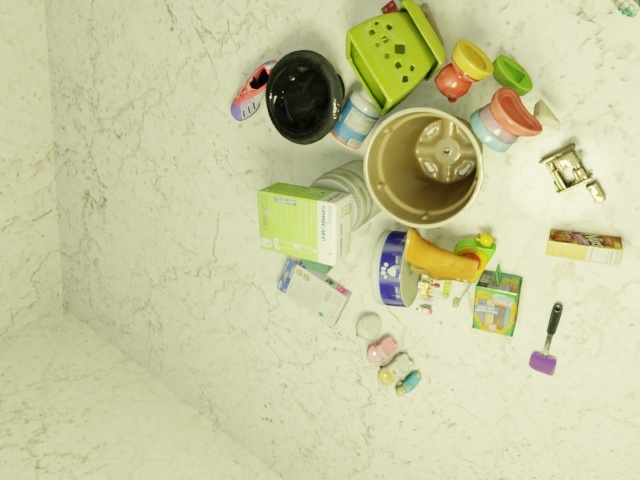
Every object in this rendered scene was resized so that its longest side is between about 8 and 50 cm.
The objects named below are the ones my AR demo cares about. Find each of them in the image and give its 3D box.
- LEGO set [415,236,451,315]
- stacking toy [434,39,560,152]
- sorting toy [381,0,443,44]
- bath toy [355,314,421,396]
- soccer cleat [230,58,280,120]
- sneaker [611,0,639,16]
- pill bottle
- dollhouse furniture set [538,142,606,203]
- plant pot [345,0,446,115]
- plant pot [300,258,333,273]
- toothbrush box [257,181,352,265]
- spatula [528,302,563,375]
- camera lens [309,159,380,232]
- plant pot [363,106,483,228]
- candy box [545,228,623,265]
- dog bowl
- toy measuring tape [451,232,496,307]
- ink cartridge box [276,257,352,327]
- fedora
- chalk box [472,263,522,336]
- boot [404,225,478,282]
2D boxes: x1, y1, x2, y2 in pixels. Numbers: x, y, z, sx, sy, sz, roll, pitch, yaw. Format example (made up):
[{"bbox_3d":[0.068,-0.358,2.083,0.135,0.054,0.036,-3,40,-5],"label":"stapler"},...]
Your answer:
[{"bbox_3d":[0.408,0.121,1.554,0.107,0.132,0.287,8,108,20],"label":"LEGO set"},{"bbox_3d":[0.468,-0.370,1.188,0.130,0.280,0.309,-45,61,48],"label":"stacking toy"},{"bbox_3d":[0.282,-0.635,1.341,0.132,0.046,0.274,-22,98,36],"label":"sorting toy"},{"bbox_3d":[0.254,0.463,1.798,0.348,0.151,0.129,55,162,0],"label":"bath toy"},{"bbox_3d":[-0.261,-0.565,1.661,0.318,0.116,0.108,-31,93,37],"label":"soccer cleat"},{"bbox_3d":[0.734,-0.628,1.066,0.076,0.065,0.166,-41,90,21],"label":"sneaker"},{"bbox_3d":[0.134,-0.426,1.475,0.124,0.124,0.221,42,125,9],"label":"pill bottle"},{"bbox_3d":[0.696,-0.157,1.222,0.101,0.161,0.182,-30,92,37],"label":"dollhouse furniture set"},{"bbox_3d":[0.214,-0.521,1.252,0.207,0.227,0.228,-33,94,6],"label":"plant pot"},{"bbox_3d":[0.000,0.000,1.727,0.166,0.165,0.234,16,126,25],"label":"plant pot"},{"bbox_3d":[-0.052,-0.058,1.407,0.283,0.122,0.206,12,116,28],"label":"toothbrush box"},{"bbox_3d":[0.767,0.335,1.477,0.084,0.030,0.296,14,118,29],"label":"spatula"},{"bbox_3d":[0.095,-0.151,1.525,0.219,0.274,0.219,13,117,27],"label":"camera lens"},{"bbox_3d":[0.341,-0.243,1.314,0.334,0.305,0.333,12,117,26],"label":"plant pot"},{"bbox_3d":[0.770,0.017,1.287,0.187,0.109,0.053,11,116,27],"label":"candy box"},{"bbox_3d":[0.270,0.099,1.534,0.104,0.265,0.264,5,113,28],"label":"dog bowl"},{"bbox_3d":[0.487,0.096,1.503,0.121,0.121,0.330,31,133,17],"label":"toy measuring tape"},{"bbox_3d":[-0.032,0.216,1.900,0.311,0.065,0.185,32,124,14],"label":"ink cartridge box"},{"bbox_3d":[-0.031,-0.494,1.523,0.334,0.152,0.334,18,120,34],"label":"fedora"},{"bbox_3d":[0.590,0.185,1.458,0.132,0.132,0.213,11,117,28],"label":"chalk box"},{"bbox_3d":[0.373,0.048,1.345,0.211,0.104,0.295,8,159,22],"label":"boot"}]
